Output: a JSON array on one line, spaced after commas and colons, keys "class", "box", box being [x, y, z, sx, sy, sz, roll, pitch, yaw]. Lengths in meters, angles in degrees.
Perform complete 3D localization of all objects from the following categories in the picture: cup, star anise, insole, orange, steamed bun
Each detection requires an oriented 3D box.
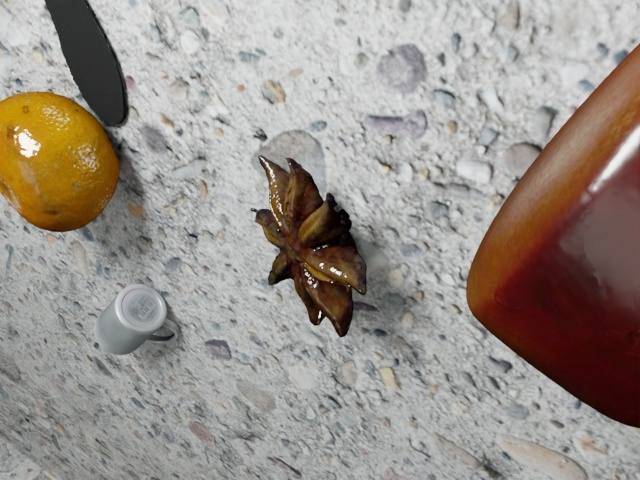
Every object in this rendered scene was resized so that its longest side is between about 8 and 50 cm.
[{"class": "cup", "box": [-0.342, 0.148, 1.239, 0.133, 0.136, 0.099, -40, 61, 46]}, {"class": "star anise", "box": [0.000, 0.000, 0.862, 0.272, 0.103, 0.271, 40, 140, 43]}, {"class": "insole", "box": [-0.351, -0.308, 0.933, 0.110, 0.012, 0.309, 1, 123, 37]}, {"class": "orange", "box": [-0.412, -0.122, 1.011, 0.224, 0.170, 0.224, 37, 148, 28]}, {"class": "steamed bun", "box": [0.278, -0.003, 0.539, 0.235, 0.248, 0.379, 37, 138, 7]}]
